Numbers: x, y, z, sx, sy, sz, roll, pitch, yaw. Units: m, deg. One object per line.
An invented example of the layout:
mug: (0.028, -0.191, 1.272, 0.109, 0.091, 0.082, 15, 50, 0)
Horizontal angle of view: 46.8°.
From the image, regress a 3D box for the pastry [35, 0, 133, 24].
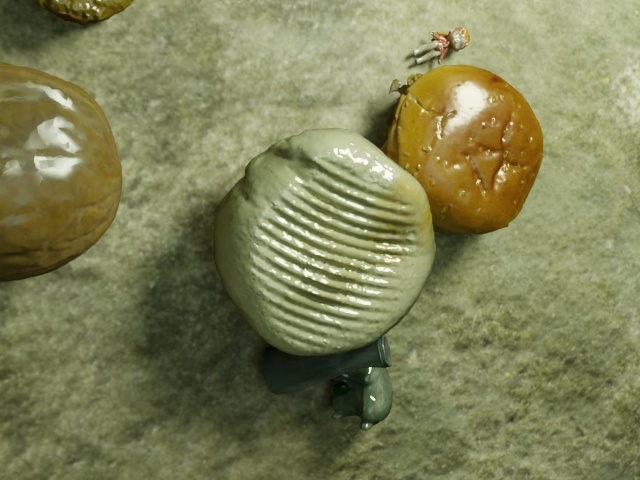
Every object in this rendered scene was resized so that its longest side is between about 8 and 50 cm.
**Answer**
pastry: (-0.339, -0.400, 1.046, 0.188, 0.103, 0.189, -4, 102, -21)

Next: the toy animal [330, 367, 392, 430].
toy animal: (0.071, 0.217, 1.347, 0.138, 0.108, 0.237, 1, 87, -49)

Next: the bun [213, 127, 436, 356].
bun: (0.000, 0.000, 1.196, 0.365, 0.219, 0.365, -4, 108, -12)

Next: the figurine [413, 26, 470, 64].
figurine: (0.214, -0.350, 1.323, 0.109, 0.047, 0.064, -24, 116, -8)

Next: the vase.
vase: (0.013, 0.205, 1.263, 0.214, 0.086, 0.086, -12, 108, 15)

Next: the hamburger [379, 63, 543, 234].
hamburger: (0.244, -0.159, 1.305, 0.314, 0.170, 0.290, 22, 85, -23)

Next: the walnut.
walnut: (-0.426, -0.090, 0.962, 0.332, 0.333, 0.333, -4, 102, -22)
